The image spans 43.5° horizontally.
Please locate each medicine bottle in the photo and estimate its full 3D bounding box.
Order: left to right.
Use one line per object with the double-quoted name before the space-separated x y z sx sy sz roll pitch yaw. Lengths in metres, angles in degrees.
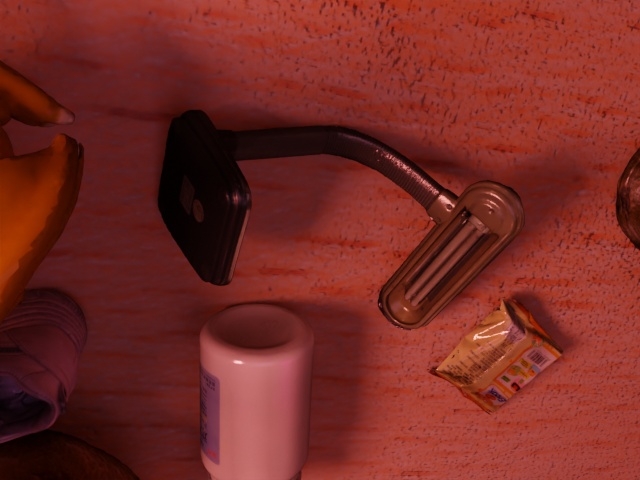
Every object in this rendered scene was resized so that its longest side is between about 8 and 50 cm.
"medicine bottle" -0.060 0.161 0.741 0.103 0.103 0.186 -5 115 -17

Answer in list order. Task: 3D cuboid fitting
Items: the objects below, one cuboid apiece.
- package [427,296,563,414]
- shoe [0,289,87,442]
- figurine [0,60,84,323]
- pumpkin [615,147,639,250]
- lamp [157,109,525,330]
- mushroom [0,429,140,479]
"package" 0.189 0.125 0.850 0.108 0.031 0.120 38 103 -28
"shoe" -0.303 0.122 0.623 0.245 0.137 0.095 -16 114 -11
"figurine" -0.347 0.032 0.449 0.401 0.268 0.387 23 79 1
"pumpkin" 0.366 -0.011 0.794 0.126 0.131 0.247 -8 111 -24
"lamp" 0.000 -0.005 0.699 0.284 0.124 0.203 3 133 -23
"mushroom" -0.268 0.268 0.688 0.253 0.153 0.253 -14 127 -19
